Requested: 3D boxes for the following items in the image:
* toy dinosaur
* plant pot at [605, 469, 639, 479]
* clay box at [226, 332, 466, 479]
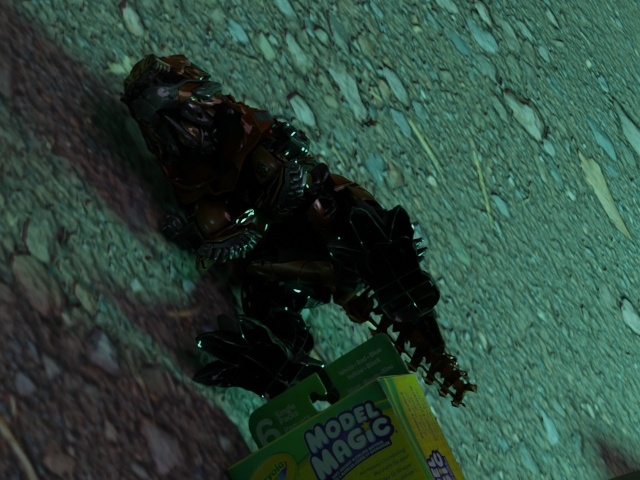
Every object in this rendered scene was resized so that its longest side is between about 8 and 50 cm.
[{"bbox_3d":[0.000,0.000,1.275,0.322,0.164,0.218,22,21,-18],"label":"toy dinosaur"},{"bbox_3d":[0.257,0.351,1.181,0.323,0.323,0.280,-94,158,-46],"label":"plant pot"},{"bbox_3d":[0.033,0.180,1.133,0.053,0.127,0.222,-2,62,-60],"label":"clay box"}]
